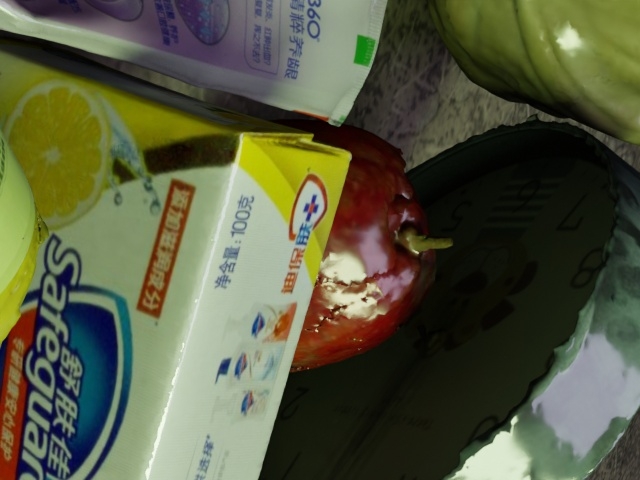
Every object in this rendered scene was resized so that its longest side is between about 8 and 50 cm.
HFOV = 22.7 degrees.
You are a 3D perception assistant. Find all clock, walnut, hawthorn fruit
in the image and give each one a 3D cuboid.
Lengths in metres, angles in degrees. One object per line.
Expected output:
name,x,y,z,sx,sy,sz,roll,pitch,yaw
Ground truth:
clock,0.067,0.060,0.917,0.061,0.312,0.312,43,65,-24
walnut,0.209,-0.193,0.995,0.277,0.253,0.282,0,149,-39
hawthorn fruit,0.000,0.000,0.875,0.148,0.172,0.148,11,75,-47

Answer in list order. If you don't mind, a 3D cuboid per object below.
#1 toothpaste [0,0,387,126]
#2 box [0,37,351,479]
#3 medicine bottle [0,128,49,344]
toothpaste,-0.081,-0.108,0.705,0.301,0.048,0.075,8,75,-44
box,-0.107,0.055,0.727,0.097,0.168,0.265,4,106,-58
medicine bottle,-0.184,-0.046,0.571,0.124,0.124,0.239,-56,150,-25
